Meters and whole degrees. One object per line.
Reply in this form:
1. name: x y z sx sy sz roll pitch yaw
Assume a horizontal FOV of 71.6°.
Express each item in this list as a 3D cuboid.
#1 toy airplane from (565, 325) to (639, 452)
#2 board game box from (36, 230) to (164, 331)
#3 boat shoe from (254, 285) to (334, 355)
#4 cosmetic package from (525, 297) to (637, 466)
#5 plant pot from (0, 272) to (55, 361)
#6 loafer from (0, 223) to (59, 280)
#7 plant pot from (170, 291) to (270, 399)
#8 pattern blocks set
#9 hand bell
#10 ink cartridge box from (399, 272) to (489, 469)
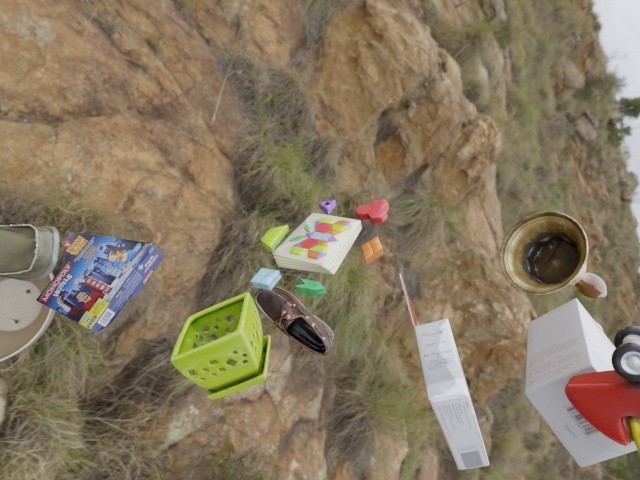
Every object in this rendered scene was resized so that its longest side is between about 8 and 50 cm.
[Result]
1. toy airplane: 0.643 0.307 0.666 0.384 0.385 0.273 -147 -122 -78
2. board game box: -0.454 0.065 0.892 0.194 0.194 0.060 -61 158 -23
3. boat shoe: -0.059 0.172 0.967 0.207 0.073 0.073 33 18 4
4. cosmetic package: 0.600 0.305 1.029 0.197 0.155 0.365 54 28 5
5. plant pot: -0.755 0.144 1.038 0.284 0.191 0.284 3 77 -15
6. loafer: -0.541 0.022 0.742 0.087 0.251 0.094 20 65 -65
7. plant pot: -0.275 0.324 1.329 0.228 0.227 0.207 -95 160 -66
8. pattern blocks set: 0.000 0.000 0.970 0.325 0.285 0.026 -65 149 -49
9. hand bell: 0.407 0.055 0.710 0.242 0.126 0.126 23 52 -35
10. ink cartridge box: 0.230 0.238 0.826 0.261 0.066 0.296 -93 162 -47
